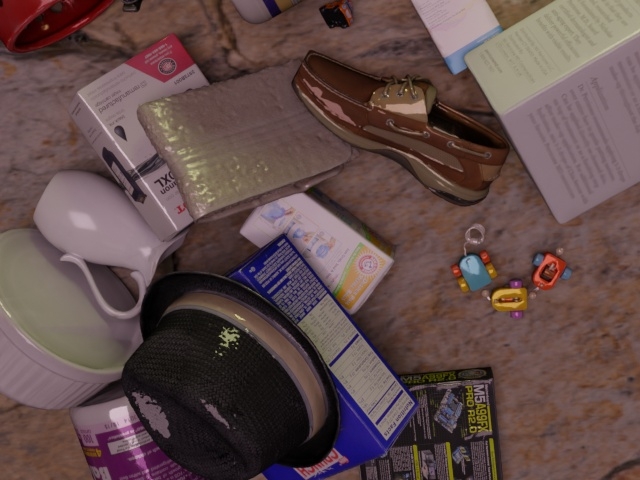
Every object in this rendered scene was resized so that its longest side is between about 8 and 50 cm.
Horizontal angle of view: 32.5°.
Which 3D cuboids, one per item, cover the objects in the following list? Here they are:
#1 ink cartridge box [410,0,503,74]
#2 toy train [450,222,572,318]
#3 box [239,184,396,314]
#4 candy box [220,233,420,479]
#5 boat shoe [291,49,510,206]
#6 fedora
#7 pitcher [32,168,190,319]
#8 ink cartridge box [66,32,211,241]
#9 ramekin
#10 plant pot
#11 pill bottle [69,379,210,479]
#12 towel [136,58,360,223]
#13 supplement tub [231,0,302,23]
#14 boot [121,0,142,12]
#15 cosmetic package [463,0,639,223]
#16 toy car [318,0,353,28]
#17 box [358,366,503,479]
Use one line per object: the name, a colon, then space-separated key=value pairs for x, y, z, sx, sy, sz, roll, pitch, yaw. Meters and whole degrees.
ink cartridge box: x=0.187 y=-0.315 z=1.528 sx=0.090 sy=0.092 sz=0.143 roll=-29 pitch=97 yaw=9
toy train: x=0.275 y=0.041 z=1.614 sx=0.166 sy=0.046 sz=0.125 roll=23 pitch=101 yaw=-3
box: x=0.000 y=0.000 z=1.593 sx=0.203 sy=0.114 sz=0.103 roll=37 pitch=101 yaw=0
candy box: x=-0.055 y=0.186 z=1.568 sx=0.317 sy=0.122 sz=0.268 roll=52 pitch=136 yaw=-4
boat shoe: x=0.120 y=-0.178 z=1.535 sx=0.324 sy=0.122 sz=0.120 roll=29 pitch=127 yaw=-9
fedora: x=-0.141 y=0.203 z=1.448 sx=0.334 sy=0.152 sz=0.334 roll=19 pitch=129 yaw=26
pitcher: x=-0.320 y=0.003 z=1.603 sx=0.207 sy=0.125 sz=0.178 roll=29 pitch=64 yaw=-5
ink cartridge box: x=-0.216 y=-0.143 z=1.558 sx=0.172 sy=0.100 sz=0.237 roll=-37 pitch=96 yaw=-23
ramekin: x=-0.396 y=0.123 z=1.584 sx=0.273 sy=0.273 sz=0.127 roll=43 pitch=112 yaw=-4
plant pot: x=-0.396 y=-0.379 z=1.520 sx=0.191 sy=0.191 sz=0.174 roll=-33 pitch=93 yaw=10
pill bottle: x=-0.252 y=0.357 z=1.656 sx=0.169 sy=0.169 sz=0.301 roll=-18 pitch=98 yaw=8
towel: x=-0.096 y=-0.141 z=1.509 sx=0.282 sy=0.049 sz=0.187 roll=-21 pitch=72 yaw=-32
supplement tub: x=-0.007 y=-0.460 z=1.437 sx=0.331 sy=0.241 sz=0.241 roll=-28 pitch=97 yaw=4
boot: x=-0.230 y=-0.439 z=1.472 sx=0.091 sy=0.229 sz=0.263 roll=-1 pitch=101 yaw=5
cosmetic package: x=0.447 y=-0.244 z=1.439 sx=0.453 sy=0.161 sz=0.230 roll=-29 pitch=130 yaw=10
toy car: x=0.006 y=-0.355 z=1.558 sx=0.040 sy=0.060 sz=0.122 roll=-43 pitch=103 yaw=-21
box: x=0.167 y=0.337 z=1.671 sx=0.216 sy=0.060 sz=0.270 roll=-6 pitch=100 yaw=6
